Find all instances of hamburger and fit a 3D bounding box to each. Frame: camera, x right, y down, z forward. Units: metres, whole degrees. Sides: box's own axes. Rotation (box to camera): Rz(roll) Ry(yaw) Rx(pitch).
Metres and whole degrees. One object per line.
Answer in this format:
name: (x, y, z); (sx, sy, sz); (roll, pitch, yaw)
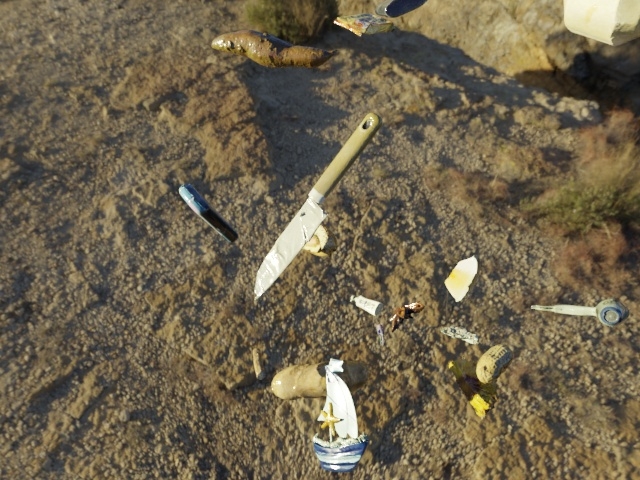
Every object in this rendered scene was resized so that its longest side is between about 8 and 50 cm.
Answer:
hamburger: (0.002, 0.002, 1.228); (0.176, 0.102, 0.087); (11, 80, 56)

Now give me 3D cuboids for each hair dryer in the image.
hair dryer: (0.667, 0.174, 1.078); (0.167, 0.068, 0.199); (1, -2, -41)

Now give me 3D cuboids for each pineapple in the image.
pineapple: (0.582, 0.524, 1.554); (0.135, 0.080, 0.233); (3, 38, -25)

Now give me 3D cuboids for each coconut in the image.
coconut: (0.633, -0.545, 0.923); (0.202, 0.202, 0.222); (-23, 52, -22)

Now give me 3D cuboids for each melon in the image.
melon: (0.527, 0.115, 1.530); (0.093, 0.203, 0.139); (37, 43, 28)

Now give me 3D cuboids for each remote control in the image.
remote control: (0.206, -0.625, 1.127); (0.107, 0.044, 0.378); (-23, 25, 15)

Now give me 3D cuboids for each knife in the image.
knife: (-0.008, -0.039, 0.568); (0.047, 0.017, 0.298); (41, 99, 25)

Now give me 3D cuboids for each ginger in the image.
ginger: (0.003, 0.488, 1.488); (0.353, 0.190, 0.127); (-10, 88, 5)

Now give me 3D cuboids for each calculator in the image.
calculator: (-0.398, -0.095, 1.534); (0.051, 0.293, 0.173); (-44, 56, -6)

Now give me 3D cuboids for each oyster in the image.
oyster: (0.406, 0.272, 1.254); (0.100, 0.098, 0.037); (17, 88, 6)

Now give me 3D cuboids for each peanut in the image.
peanut: (0.601, 0.429, 1.480); (0.194, 0.094, 0.083); (-26, 48, -36)

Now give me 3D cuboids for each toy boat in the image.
toy boat: (0.051, 0.484, 1.200); (0.066, 0.220, 0.292); (18, 62, -35)

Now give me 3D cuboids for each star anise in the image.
star anise: (0.339, 0.309, 1.755); (0.054, 0.212, 0.157); (54, 46, 0)

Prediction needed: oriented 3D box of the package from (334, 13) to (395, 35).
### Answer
package: (0.112, -0.534, 1.053); (0.120, 0.031, 0.108); (-22, 49, -28)

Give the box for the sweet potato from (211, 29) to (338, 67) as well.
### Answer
sweet potato: (-0.099, -0.397, 0.893); (0.273, 0.067, 0.067); (11, 48, 5)

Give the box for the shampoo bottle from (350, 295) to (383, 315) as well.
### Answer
shampoo bottle: (0.158, 0.221, 1.503); (0.141, 0.034, 0.049); (19, 85, 50)

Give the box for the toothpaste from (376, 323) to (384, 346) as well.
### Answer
toothpaste: (0.233, 0.357, 1.636); (0.028, 0.045, 0.170); (1, 8, 3)

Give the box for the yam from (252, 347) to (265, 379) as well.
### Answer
yam: (-0.206, 0.407, 1.417); (0.032, 0.032, 0.145); (-10, 21, -11)
